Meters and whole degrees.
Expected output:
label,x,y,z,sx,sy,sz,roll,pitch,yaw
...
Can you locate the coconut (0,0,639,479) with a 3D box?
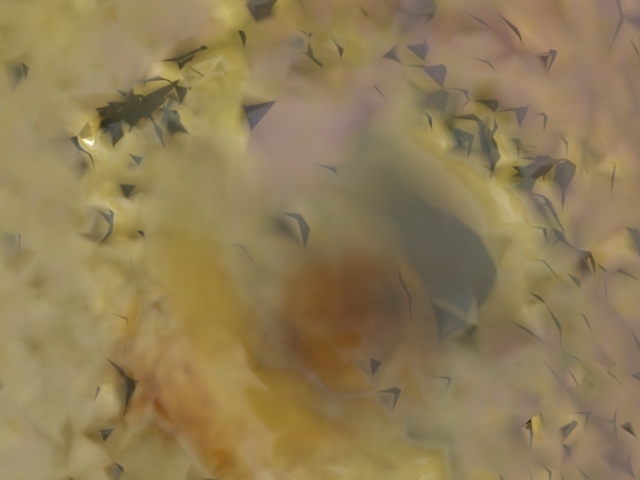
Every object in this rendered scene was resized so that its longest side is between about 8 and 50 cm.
label,x,y,z,sx,sy,sz,roll,pitch,yaw
coconut,0.000,0.000,0.573,0.404,0.405,0.404,-27,172,-4
